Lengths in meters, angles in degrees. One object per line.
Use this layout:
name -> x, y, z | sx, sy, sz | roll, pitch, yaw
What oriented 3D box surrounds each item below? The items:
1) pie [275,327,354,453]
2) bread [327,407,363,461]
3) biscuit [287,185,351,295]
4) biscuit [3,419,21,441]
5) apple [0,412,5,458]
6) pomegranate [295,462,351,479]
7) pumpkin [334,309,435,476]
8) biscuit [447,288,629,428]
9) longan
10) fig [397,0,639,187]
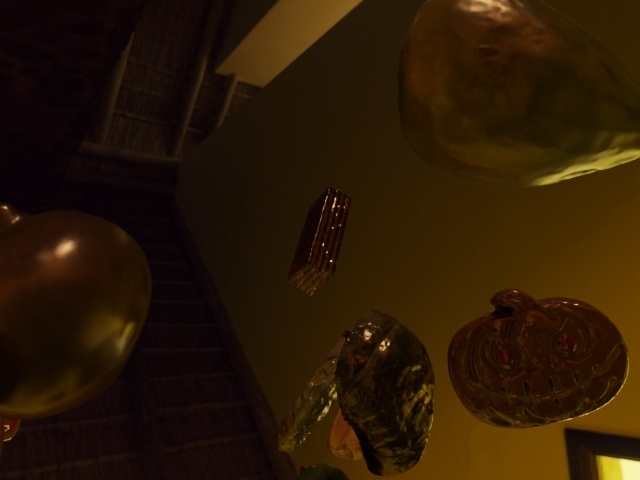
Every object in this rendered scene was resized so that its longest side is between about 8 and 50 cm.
pie -> 0.006, 0.311, 1.019 | 0.071, 0.306, 0.306 | 38, -125, 9
bread -> 0.116, 0.429, 1.287 | 0.091, 0.142, 0.305 | 43, -133, -20
biscuit -> 0.000, 0.000, 1.101 | 0.070, 0.106, 0.252 | 27, -129, -15
biscuit -> -0.651, 0.216, 0.804 | 0.074, 0.381, 0.359 | -29, -97, -1
apple -> -0.472, 0.241, 0.430 | 0.308, 0.278, 0.250 | -7, -132, -1
pomegranate -> -0.002, 0.486, 0.896 | 0.152, 0.191, 0.131 | 46, -115, -15
pumpkin -> 0.099, 0.259, 0.786 | 0.163, 0.111, 0.279 | 19, -99, -42
biscuit -> 0.495, 0.276, 1.131 | 0.351, 0.394, 0.070 | 64, -166, -8
longan -> -0.375, 0.086, 0.656 | 0.300, 0.243, 0.301 | 22, -120, -43
fig -> 0.166, -0.115, 0.420 | 0.233, 0.167, 0.167 | 39, -122, -3
